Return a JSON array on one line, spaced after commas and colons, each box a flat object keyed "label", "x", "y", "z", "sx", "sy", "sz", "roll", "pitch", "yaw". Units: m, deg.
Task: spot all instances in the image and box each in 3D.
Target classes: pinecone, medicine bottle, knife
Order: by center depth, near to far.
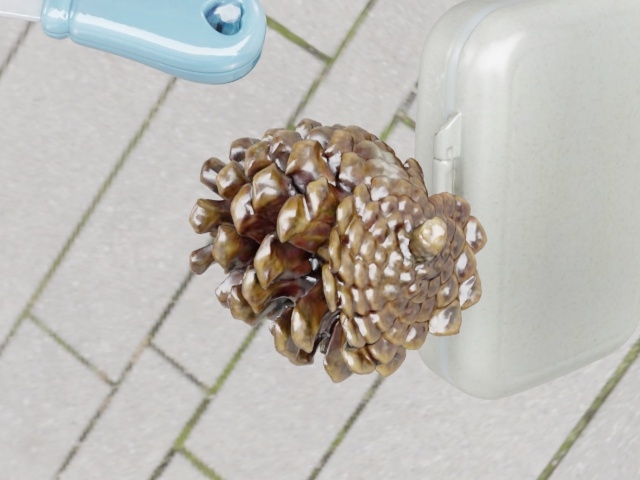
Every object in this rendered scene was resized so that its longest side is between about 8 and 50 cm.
[{"label": "knife", "x": -0.145, "y": -0.120, "z": 0.633, "sx": 0.244, "sy": 0.032, "sz": 0.058, "roll": 12, "pitch": 69, "yaw": -1}, {"label": "pinecone", "x": 0.001, "y": -0.002, "z": 0.970, "sx": 0.169, "sy": 0.185, "sz": 0.212, "roll": -54, "pitch": 44, "yaw": 0}, {"label": "medicine bottle", "x": 0.202, "y": -0.048, "z": 1.260, "sx": 0.123, "sy": 0.282, "sz": 0.375, "roll": 27, "pitch": 125, "yaw": 50}]
